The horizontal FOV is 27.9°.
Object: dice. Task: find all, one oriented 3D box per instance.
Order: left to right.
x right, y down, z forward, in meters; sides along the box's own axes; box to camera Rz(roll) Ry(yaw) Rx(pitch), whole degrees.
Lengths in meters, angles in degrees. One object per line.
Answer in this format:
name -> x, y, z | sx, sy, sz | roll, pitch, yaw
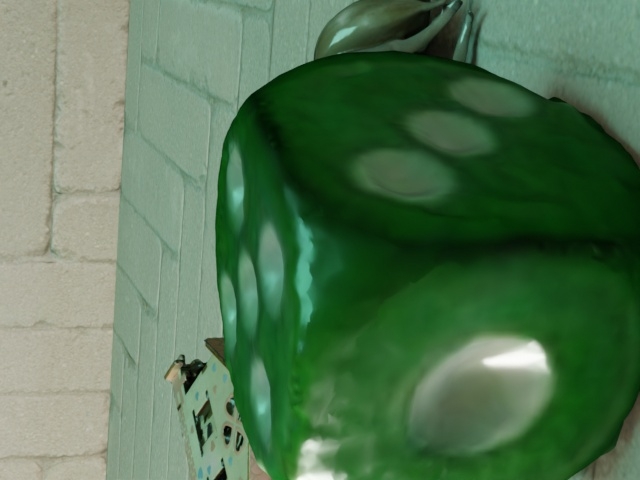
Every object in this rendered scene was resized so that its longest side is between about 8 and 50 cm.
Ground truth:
dice -> 0.080, 0.032, 1.038 | 0.300, 0.297, 0.287 | -117, 30, -52

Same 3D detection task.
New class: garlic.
garlic -> 0.071, -0.133, 1.351 | 0.237, 0.210, 0.292 | -59, 4, -22

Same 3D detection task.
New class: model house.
model house -> -0.072, 0.244, 1.693 | 0.244, 0.169, 0.326 | -58, 37, 44
